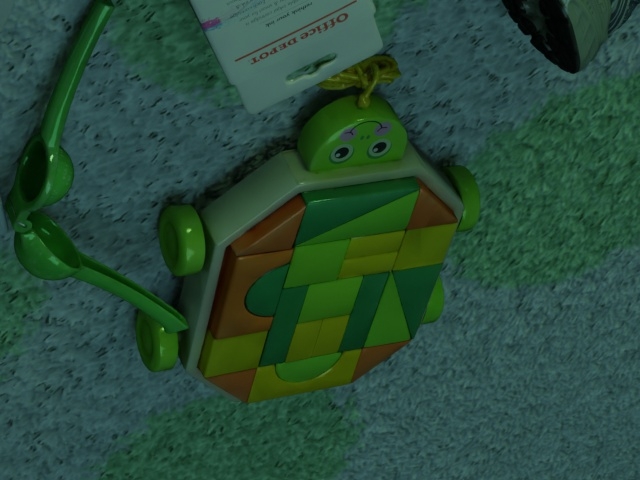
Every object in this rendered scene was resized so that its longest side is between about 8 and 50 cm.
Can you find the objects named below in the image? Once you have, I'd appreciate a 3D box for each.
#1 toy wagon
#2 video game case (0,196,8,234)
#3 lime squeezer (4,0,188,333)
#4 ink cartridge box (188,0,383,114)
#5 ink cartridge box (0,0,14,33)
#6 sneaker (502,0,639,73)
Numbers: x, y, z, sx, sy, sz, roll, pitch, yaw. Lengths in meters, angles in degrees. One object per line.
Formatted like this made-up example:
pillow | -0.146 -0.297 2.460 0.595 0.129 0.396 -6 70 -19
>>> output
toy wagon | 0.000 0.000 1.511 0.267 0.068 0.344 -9 141 -24
video game case | -0.313 -0.042 1.294 0.173 0.022 0.190 -19 144 -12
lime squeezer | -0.173 -0.030 1.348 0.110 0.059 0.310 -6 131 3
ink cartridge box | -0.037 -0.184 1.259 0.115 0.067 0.198 -26 143 -2
ink cartridge box | -0.300 -0.212 0.934 0.278 0.201 0.117 -2 141 -31
sneaker | 0.178 -0.249 1.313 0.122 0.110 0.283 -40 149 -13
